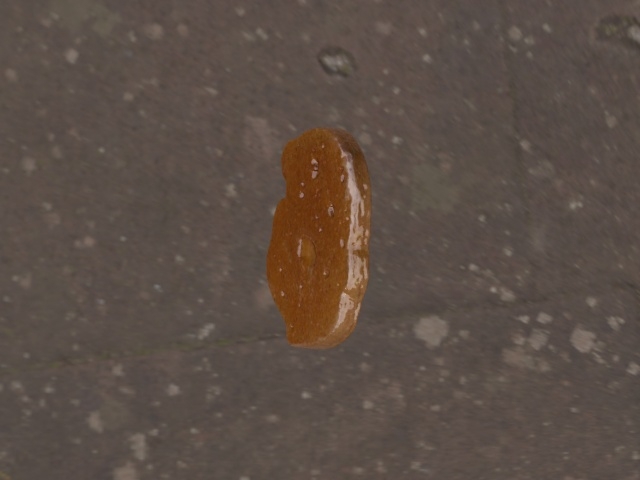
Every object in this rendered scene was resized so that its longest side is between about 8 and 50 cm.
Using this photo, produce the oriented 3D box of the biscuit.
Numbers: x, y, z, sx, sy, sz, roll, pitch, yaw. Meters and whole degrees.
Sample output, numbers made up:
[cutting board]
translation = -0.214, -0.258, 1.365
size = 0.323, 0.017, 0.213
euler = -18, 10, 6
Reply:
[biscuit]
translation = 0.000, 0.000, 0.768
size = 0.102, 0.019, 0.130
euler = 18, 104, 60
